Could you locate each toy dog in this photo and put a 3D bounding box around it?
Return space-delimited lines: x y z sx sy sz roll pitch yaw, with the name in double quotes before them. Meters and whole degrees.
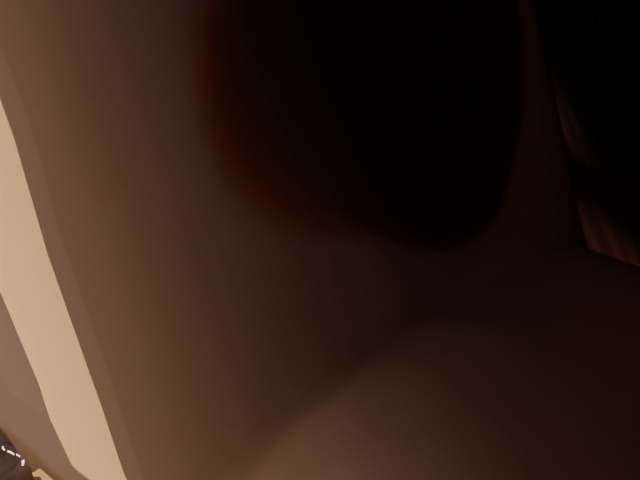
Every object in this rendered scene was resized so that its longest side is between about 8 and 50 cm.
"toy dog" 0.000 0.000 0.427 0.395 0.284 0.408 -37 83 44
